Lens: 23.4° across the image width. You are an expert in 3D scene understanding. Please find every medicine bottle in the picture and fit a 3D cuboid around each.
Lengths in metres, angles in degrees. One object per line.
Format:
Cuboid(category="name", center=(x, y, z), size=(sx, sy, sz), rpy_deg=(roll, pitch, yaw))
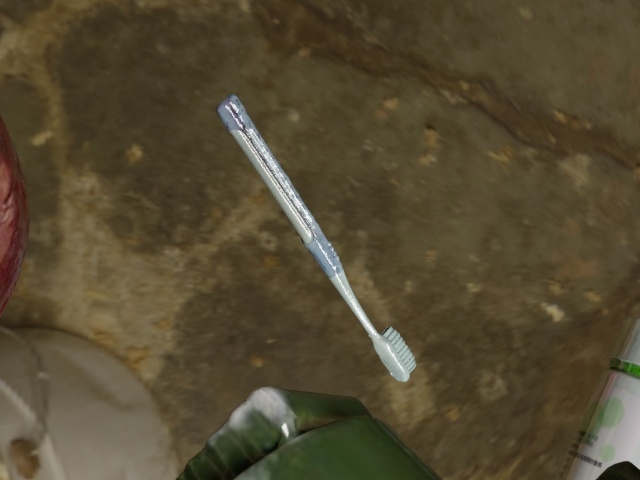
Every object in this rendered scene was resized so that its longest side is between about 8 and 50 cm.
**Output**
Cuboid(category="medicine bottle", center=(0.193, 0.146, 0.952), size=(0.086, 0.086, 0.183), rpy_deg=(23, 86, 13))

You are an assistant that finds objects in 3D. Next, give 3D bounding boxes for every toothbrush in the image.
Cuboid(category="toothbrush", center=(0.000, 0.000, 0.983), size=(0.016, 0.019, 0.219), rpy_deg=(-19, 111, 48))

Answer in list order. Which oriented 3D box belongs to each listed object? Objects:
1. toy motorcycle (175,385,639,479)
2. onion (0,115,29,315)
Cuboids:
Cuboid(category="toy motorcycle", center=(0.007, 0.136, 0.457), size=(0.275, 0.127, 0.205), rpy_deg=(-49, 58, 4))
Cuboid(category="onion", center=(-0.271, -0.011, 1.084), size=(0.227, 0.120, 0.283), rpy_deg=(2, 64, 48))
